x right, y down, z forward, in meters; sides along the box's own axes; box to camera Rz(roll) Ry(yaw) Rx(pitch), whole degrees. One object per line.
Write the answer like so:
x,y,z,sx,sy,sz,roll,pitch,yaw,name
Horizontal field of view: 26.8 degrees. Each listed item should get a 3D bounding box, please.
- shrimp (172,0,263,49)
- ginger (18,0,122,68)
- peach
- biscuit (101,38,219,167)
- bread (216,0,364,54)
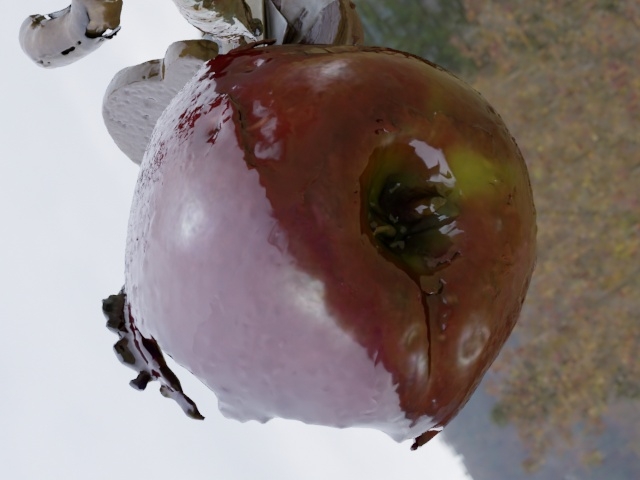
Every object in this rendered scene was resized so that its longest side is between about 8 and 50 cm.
-0.130,-0.260,1.366,0.154,0.062,0.294,45,-178,21,shrimp
-0.430,-0.371,2.307,0.107,0.309,0.133,-29,-88,-44,ginger
0.000,0.000,1.161,0.339,0.353,0.416,15,163,-18,peach
-0.130,-0.169,1.835,0.314,0.367,0.063,64,-144,-51,biscuit
-0.045,-0.292,1.963,0.142,0.212,0.224,34,-135,-56,bread
